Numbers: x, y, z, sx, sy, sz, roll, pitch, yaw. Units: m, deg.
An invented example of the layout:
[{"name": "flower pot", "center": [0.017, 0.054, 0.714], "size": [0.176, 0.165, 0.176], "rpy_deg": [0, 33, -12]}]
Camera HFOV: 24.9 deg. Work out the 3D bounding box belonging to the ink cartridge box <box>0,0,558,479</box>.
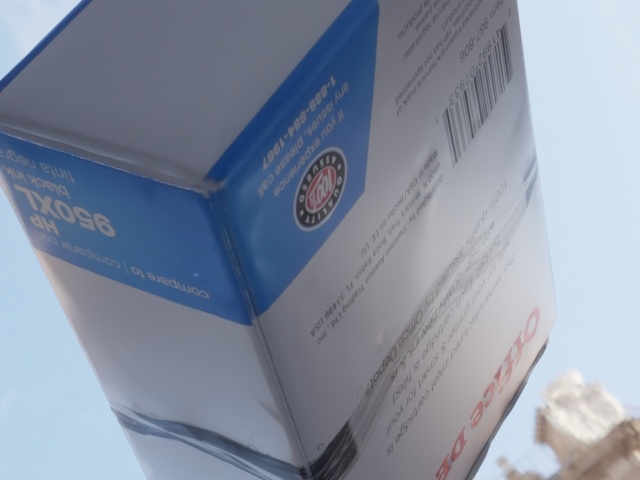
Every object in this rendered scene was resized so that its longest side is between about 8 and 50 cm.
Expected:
[{"name": "ink cartridge box", "center": [0.000, 0.000, 0.873], "size": [0.285, 0.166, 0.395], "rpy_deg": [-53, -35, -32]}]
